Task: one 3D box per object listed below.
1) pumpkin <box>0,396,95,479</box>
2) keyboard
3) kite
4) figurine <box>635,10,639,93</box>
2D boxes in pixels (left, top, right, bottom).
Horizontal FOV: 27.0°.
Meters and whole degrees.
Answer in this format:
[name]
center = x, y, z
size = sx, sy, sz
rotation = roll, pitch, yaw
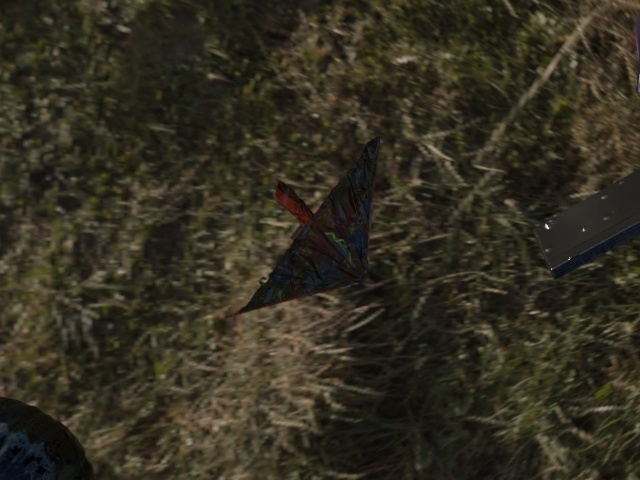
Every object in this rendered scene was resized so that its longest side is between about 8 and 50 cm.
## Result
[pumpkin]
center = -0.302, 0.241, 1.239
size = 0.202, 0.140, 0.202
rotation = 6, 112, 14
[keyboard]
center = 0.373, -0.058, 1.419
size = 0.309, 0.101, 0.018
rotation = -30, 120, 12
[kite]
center = 0.000, 0.000, 1.299
size = 0.009, 0.189, 0.232
rotation = 25, 75, 41
[figurine]
center = 0.276, -0.087, 0.832
size = 0.145, 0.222, 0.145
rotation = -23, 39, 20
